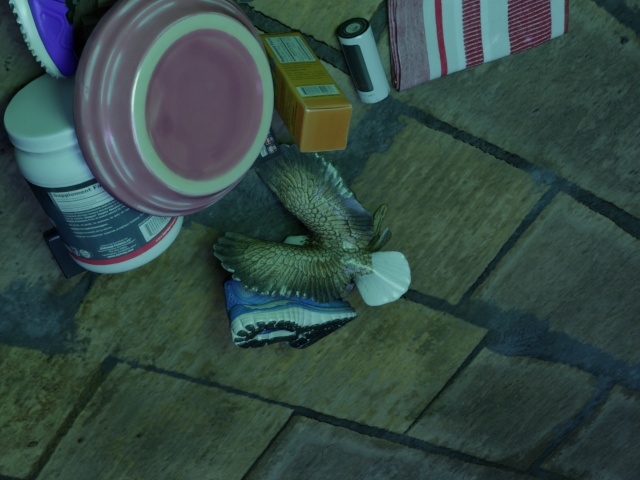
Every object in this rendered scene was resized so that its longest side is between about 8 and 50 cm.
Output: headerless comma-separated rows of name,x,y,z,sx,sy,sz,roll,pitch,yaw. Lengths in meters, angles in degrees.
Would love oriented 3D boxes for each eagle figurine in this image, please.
eagle figurine,-0.009,0.003,1.852,0.225,0.226,0.298,-29,142,26

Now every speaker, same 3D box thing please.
speaker,0.070,-0.287,1.746,0.055,0.055,0.136,-27,134,-5

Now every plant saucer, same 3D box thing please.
plant saucer,-0.182,-0.192,1.513,0.332,0.084,0.332,-16,113,-42

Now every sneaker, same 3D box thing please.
sneaker,-0.053,0.105,1.946,0.130,0.147,0.330,-33,157,26
sneaker,-0.351,-0.353,1.449,0.146,0.102,0.293,-23,133,-9

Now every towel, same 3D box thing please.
towel,0.263,-0.387,1.775,0.329,0.037,0.237,-20,133,-12

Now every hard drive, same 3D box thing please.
hard drive,-0.371,0.000,1.777,0.135,0.022,0.094,-24,133,-8

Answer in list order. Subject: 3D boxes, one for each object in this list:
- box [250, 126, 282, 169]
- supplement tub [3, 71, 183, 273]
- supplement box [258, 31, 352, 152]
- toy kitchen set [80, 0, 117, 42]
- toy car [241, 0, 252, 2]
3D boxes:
box,-0.180,-0.193,1.695,0.183,0.056,0.231,-26,133,-6
supplement tub,-0.329,-0.102,1.600,0.191,0.191,0.272,-25,133,-6
supplement box,-0.030,-0.225,1.623,0.080,0.233,0.078,-6,129,-18
toy kitchen set,-0.289,-0.309,1.534,0.083,0.075,0.068,-16,130,-21
toy car,-0.088,-0.410,1.547,0.155,0.149,0.188,-30,162,2
